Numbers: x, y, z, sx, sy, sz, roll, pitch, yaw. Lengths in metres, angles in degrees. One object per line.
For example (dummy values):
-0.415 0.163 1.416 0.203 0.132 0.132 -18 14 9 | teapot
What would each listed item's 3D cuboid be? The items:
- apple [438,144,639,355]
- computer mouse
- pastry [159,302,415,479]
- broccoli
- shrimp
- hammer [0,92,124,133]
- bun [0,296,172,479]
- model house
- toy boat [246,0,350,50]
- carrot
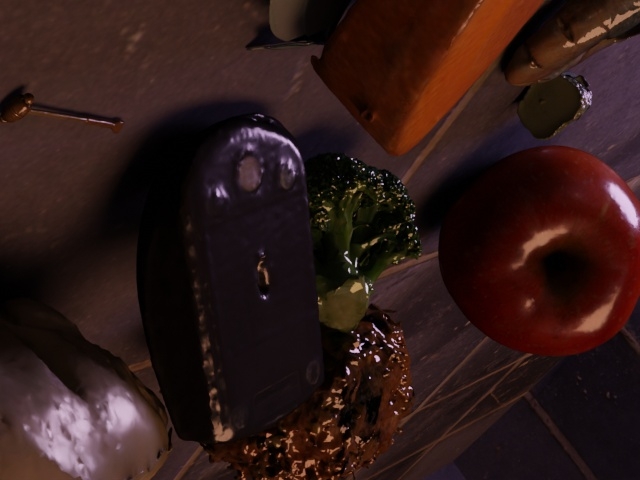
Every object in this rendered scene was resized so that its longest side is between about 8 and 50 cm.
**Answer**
0.281 0.014 1.472 0.260 0.260 0.216 -40 -175 10 | apple
-0.083 0.031 0.986 0.100 0.269 0.170 5 -163 37 | computer mouse
-0.029 0.137 1.240 0.274 0.275 0.193 -27 156 -26 | pastry
0.000 0.000 1.121 0.195 0.156 0.195 -3 137 -3 | broccoli
0.322 -0.242 1.225 0.289 0.075 0.178 -41 168 12 | shrimp
-0.174 -0.086 0.819 0.029 0.014 0.123 -34 166 22 | hammer
-0.295 0.173 0.928 0.359 0.211 0.360 -32 172 -5 | bun
0.277 -0.157 1.345 0.083 0.066 0.079 -14 153 -51 | model house
0.039 -0.220 0.798 0.210 0.070 0.291 -35 170 -9 | toy boat
0.112 -0.199 0.805 0.258 0.100 0.307 -48 175 -49 | carrot
